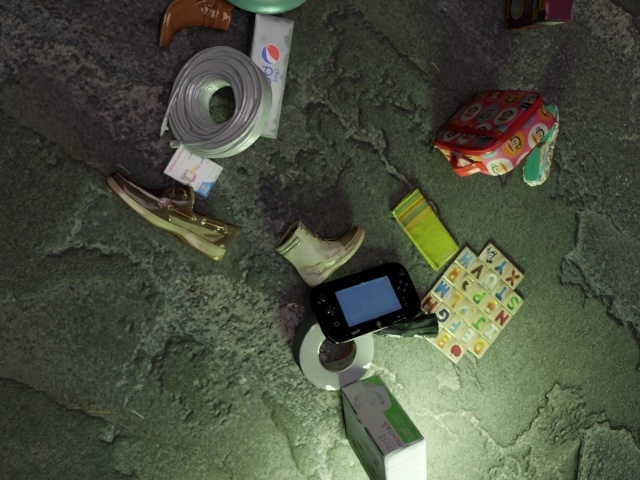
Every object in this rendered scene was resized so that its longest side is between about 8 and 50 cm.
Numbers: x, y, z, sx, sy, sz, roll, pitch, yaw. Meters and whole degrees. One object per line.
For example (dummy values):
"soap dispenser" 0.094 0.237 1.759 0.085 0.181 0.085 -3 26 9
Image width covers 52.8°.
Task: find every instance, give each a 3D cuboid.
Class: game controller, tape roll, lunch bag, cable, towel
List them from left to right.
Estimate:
"cable" -0.234 -0.317 1.502 0.257 0.089 0.257 16 91 22
"tape roll" 0.036 0.298 1.787 0.219 0.072 0.220 -4 102 -17
"game controller" 0.125 0.167 1.743 0.319 0.067 0.167 -15 66 -28
"towel" 0.301 -0.030 1.838 0.102 0.021 0.237 -42 110 -6
"lunch bag" 0.438 -0.274 1.694 0.258 0.293 0.120 -46 115 -6

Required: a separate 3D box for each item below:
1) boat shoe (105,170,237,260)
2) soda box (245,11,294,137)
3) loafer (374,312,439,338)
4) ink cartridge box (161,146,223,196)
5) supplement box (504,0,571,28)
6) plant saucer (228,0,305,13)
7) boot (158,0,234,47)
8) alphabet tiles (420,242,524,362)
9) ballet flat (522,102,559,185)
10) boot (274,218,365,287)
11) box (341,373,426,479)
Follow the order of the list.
"boat shoe" -0.350 -0.083 1.561 0.342 0.123 0.123 35 89 -25
"soda box" -0.140 -0.401 1.585 0.097 0.091 0.287 6 98 -17
"loafer" 0.240 0.237 1.828 0.223 0.076 0.078 4 85 -28
"ink cartridge box" -0.317 -0.175 1.591 0.122 0.052 0.089 30 90 -19
"supplement box" 0.580 -0.629 1.726 0.080 0.188 0.104 -4 102 -17
"plant saucer" -0.137 -0.692 1.511 0.317 0.043 0.318 2 84 -19
"boot" -0.292 -0.525 1.524 0.152 0.073 0.197 19 96 -24
"alphabet tiles" 0.456 0.189 1.936 0.285 0.011 0.343 41 86 -21
"ballet flat" 0.647 -0.278 1.883 0.077 0.091 0.241 -1 107 -49
"boot" 0.000 0.000 1.717 0.213 0.077 0.165 -44 108 -3
"box" 0.167 0.541 1.744 0.126 0.262 0.231 -17 124 -16
